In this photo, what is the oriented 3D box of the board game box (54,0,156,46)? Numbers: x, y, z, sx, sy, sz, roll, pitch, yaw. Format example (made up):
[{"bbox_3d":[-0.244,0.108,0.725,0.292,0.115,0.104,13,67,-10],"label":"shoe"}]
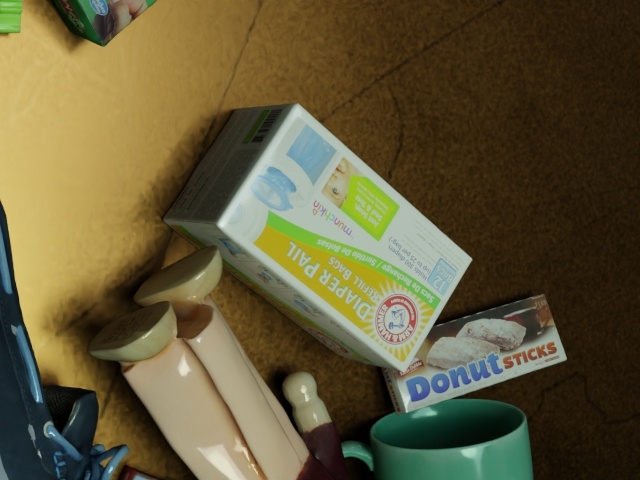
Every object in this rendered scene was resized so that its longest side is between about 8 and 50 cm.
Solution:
[{"bbox_3d":[-0.145,-0.317,0.799,0.213,0.046,0.317,-45,137,-21],"label":"board game box"}]

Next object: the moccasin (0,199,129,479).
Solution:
[{"bbox_3d":[-0.198,0.129,0.819,0.117,0.138,0.342,-26,106,-30],"label":"moccasin"}]

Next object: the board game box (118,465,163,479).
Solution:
[{"bbox_3d":[-0.064,0.297,0.966,0.281,0.027,0.145,30,77,-28],"label":"board game box"}]

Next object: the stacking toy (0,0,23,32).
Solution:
[{"bbox_3d":[-0.283,-0.249,0.793,0.167,0.052,0.221,-5,97,-29],"label":"stacking toy"}]

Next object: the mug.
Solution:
[{"bbox_3d":[0.100,0.198,1.007,0.129,0.158,0.097,-20,105,-52],"label":"mug"}]

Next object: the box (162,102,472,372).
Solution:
[{"bbox_3d":[0.000,0.000,0.939,0.203,0.103,0.114,39,74,-26],"label":"box"}]

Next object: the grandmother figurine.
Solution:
[{"bbox_3d":[-0.036,0.184,0.899,0.208,0.104,0.342,-48,114,-37],"label":"grandmother figurine"}]

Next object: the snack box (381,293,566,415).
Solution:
[{"bbox_3d":[0.134,0.099,1.060,0.178,0.022,0.064,-14,82,-28],"label":"snack box"}]
